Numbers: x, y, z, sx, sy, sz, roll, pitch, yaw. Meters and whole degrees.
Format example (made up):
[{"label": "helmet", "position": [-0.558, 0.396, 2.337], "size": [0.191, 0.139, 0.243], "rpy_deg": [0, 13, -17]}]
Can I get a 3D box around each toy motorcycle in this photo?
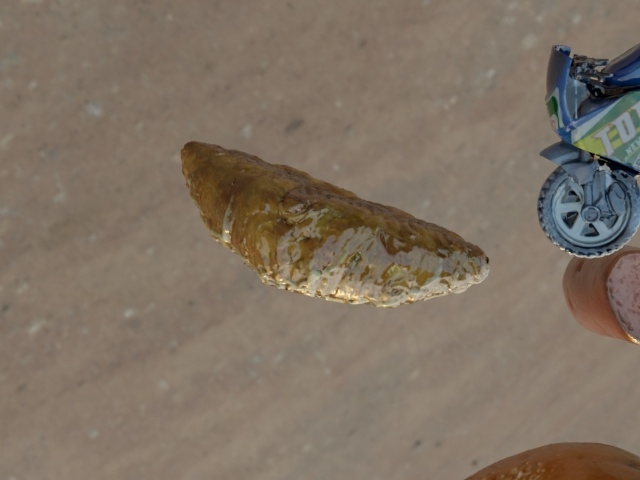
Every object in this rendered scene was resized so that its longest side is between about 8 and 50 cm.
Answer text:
[{"label": "toy motorcycle", "position": [0.231, -0.097, 0.960], "size": [0.254, 0.135, 0.092], "rpy_deg": [-32, -172, 15]}]

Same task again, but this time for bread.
[{"label": "bread", "position": [0.000, 0.000, 1.057], "size": [0.105, 0.233, 0.076], "rpy_deg": [-27, 135, -72]}]

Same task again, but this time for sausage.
[{"label": "sausage", "position": [0.347, 0.060, 1.792], "size": [0.113, 0.113, 0.259], "rpy_deg": [-43, -177, -1]}]

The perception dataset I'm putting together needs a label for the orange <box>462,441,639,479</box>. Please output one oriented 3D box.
[{"label": "orange", "position": [0.139, 0.227, 0.915], "size": [0.224, 0.170, 0.224], "rpy_deg": [-34, -168, 9]}]
